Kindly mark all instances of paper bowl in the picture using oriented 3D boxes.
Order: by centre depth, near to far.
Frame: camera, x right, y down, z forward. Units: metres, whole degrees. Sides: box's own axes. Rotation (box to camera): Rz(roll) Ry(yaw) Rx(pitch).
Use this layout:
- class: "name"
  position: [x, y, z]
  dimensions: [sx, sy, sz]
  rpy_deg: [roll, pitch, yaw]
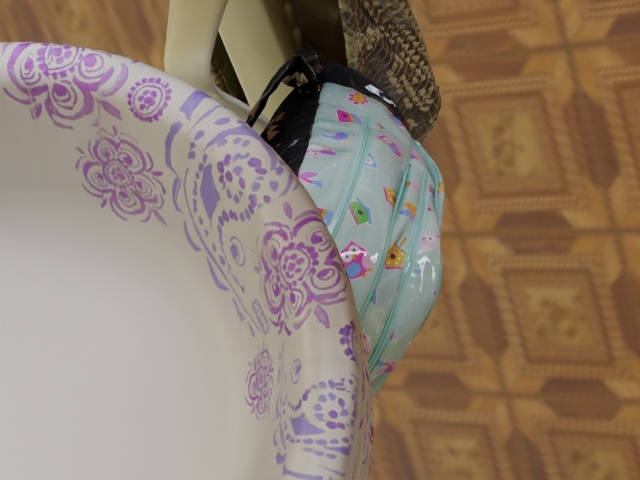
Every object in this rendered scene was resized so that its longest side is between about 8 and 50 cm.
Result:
- class: "paper bowl"
  position: [-0.120, 0.075, 0.677]
  dimensions: [0.284, 0.284, 0.148]
  rpy_deg: [39, 167, 17]

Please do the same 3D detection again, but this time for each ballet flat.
- class: "ballet flat"
  position: [-0.041, -0.169, 0.922]
  dimensions: [0.164, 0.182, 0.483]
  rpy_deg: [15, 148, 27]

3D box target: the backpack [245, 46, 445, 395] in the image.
- class: "backpack"
  position: [0.000, 0.000, 0.860]
  dimensions: [0.115, 0.182, 0.152]
  rpy_deg: [18, 114, -5]
